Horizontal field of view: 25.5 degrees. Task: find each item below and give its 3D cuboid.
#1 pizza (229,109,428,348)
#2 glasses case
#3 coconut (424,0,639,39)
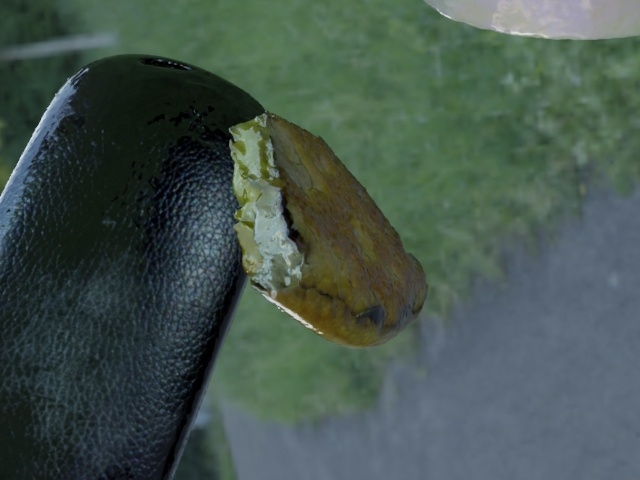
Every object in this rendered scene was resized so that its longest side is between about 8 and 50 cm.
[{"bbox_3d":[0.000,0.000,0.584,0.099,0.036,0.160,61,-165,13],"label":"pizza"},{"bbox_3d":[-0.107,0.048,0.635,0.075,0.122,0.314,119,170,-61],"label":"glasses case"},{"bbox_3d":[0.116,-0.196,0.552,0.259,0.259,0.259,174,90,-88],"label":"coconut"}]
